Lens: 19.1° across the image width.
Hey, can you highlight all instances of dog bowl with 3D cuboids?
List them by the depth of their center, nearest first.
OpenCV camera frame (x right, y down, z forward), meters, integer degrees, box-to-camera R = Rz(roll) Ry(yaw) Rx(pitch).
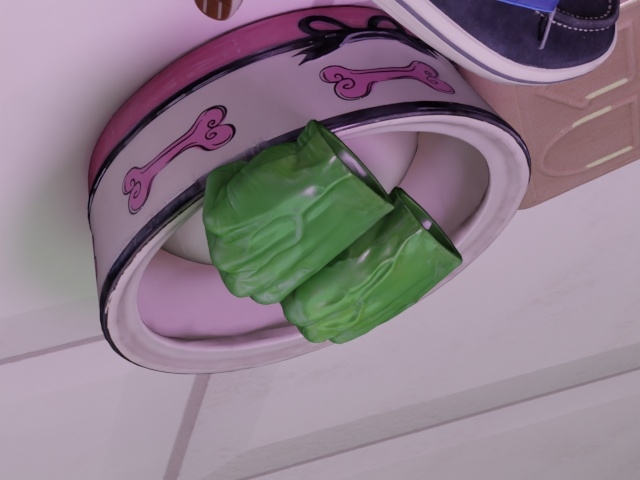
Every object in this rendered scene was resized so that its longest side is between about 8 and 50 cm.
[{"bbox_3d":[-0.026,-0.047,1.706,0.408,0.150,0.408,-20,154,-10],"label":"dog bowl"}]

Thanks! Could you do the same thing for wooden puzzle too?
[{"bbox_3d":[0.304,-0.175,1.834,0.348,0.080,0.322,-20,154,2],"label":"wooden puzzle"}]

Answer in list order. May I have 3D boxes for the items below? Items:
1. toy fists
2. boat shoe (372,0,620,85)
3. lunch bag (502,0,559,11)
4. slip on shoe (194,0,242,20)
[{"bbox_3d":[0.000,0.000,1.543,0.142,0.096,0.279,-40,150,9],"label":"toy fists"},{"bbox_3d":[0.108,-0.251,1.401,0.156,0.187,0.500,-32,148,25],"label":"boat shoe"},{"bbox_3d":[0.128,-0.195,1.283,0.098,0.067,0.065,8,130,-33],"label":"lunch bag"},{"bbox_3d":[-0.067,-0.228,1.460,0.041,0.051,0.135,-55,165,-37],"label":"slip on shoe"}]
